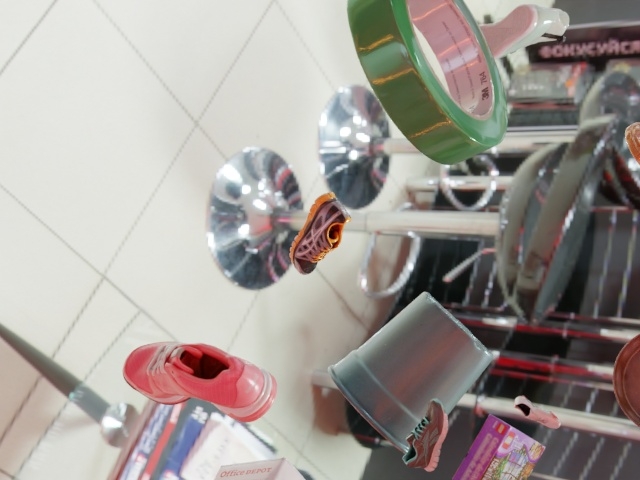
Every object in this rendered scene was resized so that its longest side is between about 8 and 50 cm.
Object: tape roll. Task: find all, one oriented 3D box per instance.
[{"bbox_3d":[0.166,-0.273,1.283,0.321,0.077,0.321,32,46,-40],"label":"tape roll"}]

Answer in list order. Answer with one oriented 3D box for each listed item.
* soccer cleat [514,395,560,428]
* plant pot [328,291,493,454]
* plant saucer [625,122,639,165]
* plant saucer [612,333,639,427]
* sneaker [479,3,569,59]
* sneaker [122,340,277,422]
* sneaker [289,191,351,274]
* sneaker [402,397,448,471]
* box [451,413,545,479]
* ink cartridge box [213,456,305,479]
[{"bbox_3d":[0.360,0.290,1.434,0.035,0.083,0.029,-30,151,-60],"label":"soccer cleat"},{"bbox_3d":[0.253,0.337,2.275,0.334,0.341,0.341,-47,137,4],"label":"plant pot"},{"bbox_3d":[0.715,-0.171,1.773,0.200,0.037,0.200,23,42,-23],"label":"plant saucer"},{"bbox_3d":[0.517,0.210,1.262,0.029,0.168,0.168,53,50,-64],"label":"plant saucer"},{"bbox_3d":[0.455,-0.463,1.980,0.151,0.256,0.094,-3,83,-28],"label":"sneaker"},{"bbox_3d":[-0.222,0.206,1.435,0.136,0.314,0.116,55,49,-45],"label":"sneaker"},{"bbox_3d":[0.000,0.000,1.856,0.084,0.083,0.215,-23,146,-43],"label":"sneaker"},{"bbox_3d":[0.219,0.413,1.814,0.076,0.065,0.166,5,103,-22],"label":"sneaker"},{"bbox_3d":[0.387,0.504,1.883,0.201,0.057,0.293,-59,145,-4],"label":"box"},{"bbox_3d":[-0.130,0.475,1.417,0.092,0.159,0.218,56,39,-22],"label":"ink cartridge box"}]
